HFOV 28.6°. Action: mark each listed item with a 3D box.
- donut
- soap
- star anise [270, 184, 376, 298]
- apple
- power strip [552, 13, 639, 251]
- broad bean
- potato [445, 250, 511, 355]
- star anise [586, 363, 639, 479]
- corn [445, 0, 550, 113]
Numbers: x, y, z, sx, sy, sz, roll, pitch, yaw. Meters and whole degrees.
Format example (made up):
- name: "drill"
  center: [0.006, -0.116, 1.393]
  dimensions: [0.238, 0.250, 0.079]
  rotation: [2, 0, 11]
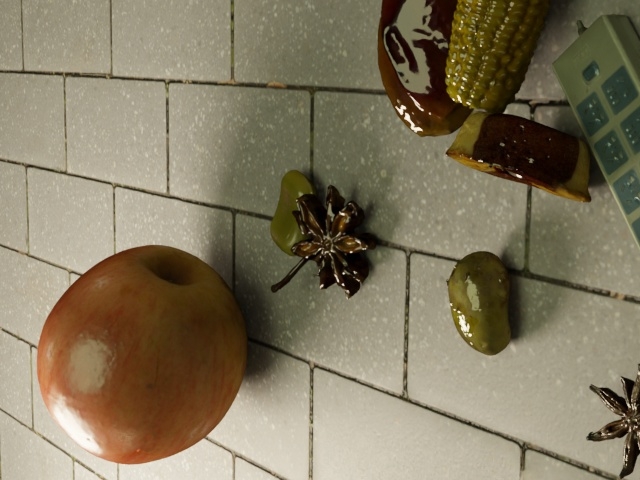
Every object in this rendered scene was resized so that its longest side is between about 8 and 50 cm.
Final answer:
- name: "donut"
  center: [0.241, -0.102, 1.487]
  dimensions: [0.184, 0.166, 0.073]
  rotation: [22, 95, 64]
- name: "soap"
  center: [-0.041, -0.044, 2.008]
  dimensions: [0.089, 0.045, 0.140]
  rotation: [50, 134, 45]
- name: "star anise"
  center: [-0.003, 0.000, 1.924]
  dimensions: [0.234, 0.073, 0.177]
  rotation: [1, 104, 40]
- name: "apple"
  center: [-0.297, 0.185, 2.157]
  dimensions: [0.364, 0.363, 0.364]
  rotation: [12, 104, 55]
- name: "power strip"
  center: [0.361, -0.096, 1.401]
  dimensions: [0.106, 0.043, 0.367]
  rotation: [-47, 57, 48]
- name: "broad bean"
  center: [0.150, -0.250, 1.629]
  dimensions: [0.156, 0.122, 0.229]
  rotation: [0, 102, 31]
- name: "potato"
  center: [0.207, 0.082, 1.631]
  dimensions: [0.091, 0.070, 0.138]
  rotation: [0, 95, 57]
- name: "star anise"
  center: [0.366, 0.209, 1.436]
  dimensions: [0.141, 0.042, 0.141]
  rotation: [5, 96, 54]
- name: "corn"
  center: [0.229, -0.328, 1.484]
  dimensions: [0.120, 0.120, 0.363]
  rotation: [31, 116, 50]
